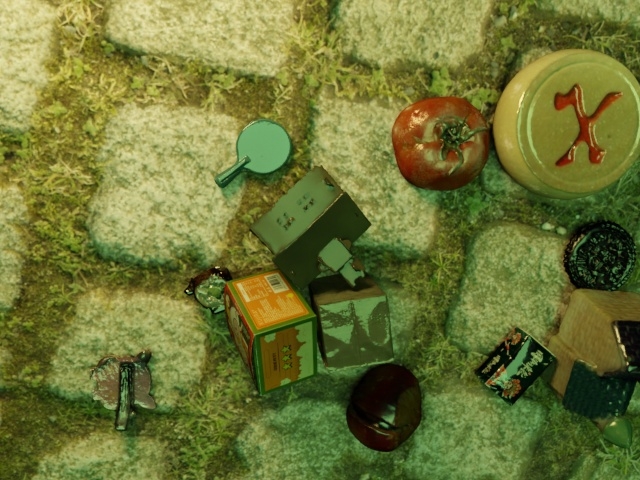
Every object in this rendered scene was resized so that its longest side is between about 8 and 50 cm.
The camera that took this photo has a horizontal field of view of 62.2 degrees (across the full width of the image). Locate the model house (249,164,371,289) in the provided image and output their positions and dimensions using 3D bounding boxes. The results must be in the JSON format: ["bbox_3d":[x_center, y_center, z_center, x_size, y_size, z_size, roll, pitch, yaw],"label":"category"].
[{"bbox_3d":[0.000,0.000,1.163,0.211,0.204,0.243,-43,91,-1],"label":"model house"}]

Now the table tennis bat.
[{"bbox_3d":[-0.158,-0.191,1.209,0.201,0.033,0.124,-39,99,-1],"label":"table tennis bat"}]

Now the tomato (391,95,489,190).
[{"bbox_3d":[0.282,-0.225,1.221,0.237,0.095,0.236,-1,99,-6],"label":"tomato"}]

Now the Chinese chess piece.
[{"bbox_3d":[0.567,-0.263,1.223,0.338,0.140,0.338,-1,99,-7],"label":"Chinese chess piece"}]

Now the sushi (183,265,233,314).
[{"bbox_3d":[-0.248,0.114,1.222,0.098,0.084,0.094,-29,108,1],"label":"sushi"}]

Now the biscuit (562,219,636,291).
[{"bbox_3d":[0.702,0.043,1.333,0.194,0.053,0.194,-1,100,-6],"label":"biscuit"}]

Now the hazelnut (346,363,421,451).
[{"bbox_3d":[0.157,0.399,1.284,0.178,0.178,0.204,17,92,-9],"label":"hazelnut"}]

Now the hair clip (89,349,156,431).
[{"bbox_3d":[-0.469,0.354,1.259,0.146,0.056,0.187,-2,91,-5],"label":"hair clip"}]

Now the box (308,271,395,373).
[{"bbox_3d":[0.059,0.172,1.191,0.155,0.231,0.149,-9,100,-4],"label":"box"}]

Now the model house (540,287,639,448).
[{"bbox_3d":[0.705,0.304,1.247,0.243,0.284,0.298,6,109,-4],"label":"model house"}]

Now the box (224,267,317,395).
[{"bbox_3d":[-0.110,0.193,1.155,0.148,0.195,0.177,-14,125,-21],"label":"box"}]

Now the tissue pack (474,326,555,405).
[{"bbox_3d":[0.488,0.314,1.334,0.103,0.090,0.170,39,93,-8],"label":"tissue pack"}]
